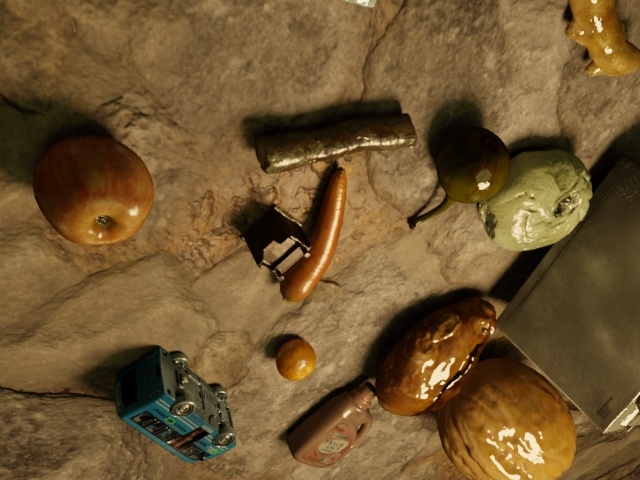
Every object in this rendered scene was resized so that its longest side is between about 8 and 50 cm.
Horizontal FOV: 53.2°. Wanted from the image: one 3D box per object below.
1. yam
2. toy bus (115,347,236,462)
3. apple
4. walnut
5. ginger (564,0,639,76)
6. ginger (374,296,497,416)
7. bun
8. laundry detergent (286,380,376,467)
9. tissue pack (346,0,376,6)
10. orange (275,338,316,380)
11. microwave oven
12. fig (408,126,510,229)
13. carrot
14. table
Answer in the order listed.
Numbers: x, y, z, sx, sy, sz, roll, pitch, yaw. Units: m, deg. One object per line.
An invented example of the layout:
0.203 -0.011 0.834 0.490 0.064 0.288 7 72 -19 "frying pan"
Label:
0.029 -0.150 0.959 0.252 0.061 0.061 -13 133 -17 "yam"
-0.261 0.314 1.183 0.134 0.114 0.246 -29 134 5 "toy bus"
-0.289 -0.061 0.827 0.146 0.131 0.146 -17 139 -16 "apple"
0.433 0.441 1.498 0.332 0.333 0.333 -14 133 -15 "walnut"
0.429 -0.349 0.978 0.118 0.065 0.298 -32 136 22 "ginger"
0.239 0.246 1.338 0.321 0.165 0.172 -45 159 11 "ginger"
0.402 -0.065 1.182 0.221 0.108 0.221 -14 134 -15 "bun"
0.055 0.422 1.465 0.237 0.076 0.171 -44 135 11 "laundry detergent"
0.028 -0.413 0.707 0.177 0.089 0.263 4 127 -32 "tissue pack"
-0.049 0.233 1.248 0.083 0.070 0.083 -24 141 -22 "orange"
0.629 0.114 1.260 0.236 0.374 0.432 9 121 -43 "microwave oven"
0.228 -0.087 1.089 0.124 0.124 0.236 2 142 -28 "fig"
0.000 0.000 1.082 0.066 0.062 0.271 32 114 6 "carrot"
-0.068 0.008 1.032 0.083 0.082 0.070 -42 134 13 "table"
